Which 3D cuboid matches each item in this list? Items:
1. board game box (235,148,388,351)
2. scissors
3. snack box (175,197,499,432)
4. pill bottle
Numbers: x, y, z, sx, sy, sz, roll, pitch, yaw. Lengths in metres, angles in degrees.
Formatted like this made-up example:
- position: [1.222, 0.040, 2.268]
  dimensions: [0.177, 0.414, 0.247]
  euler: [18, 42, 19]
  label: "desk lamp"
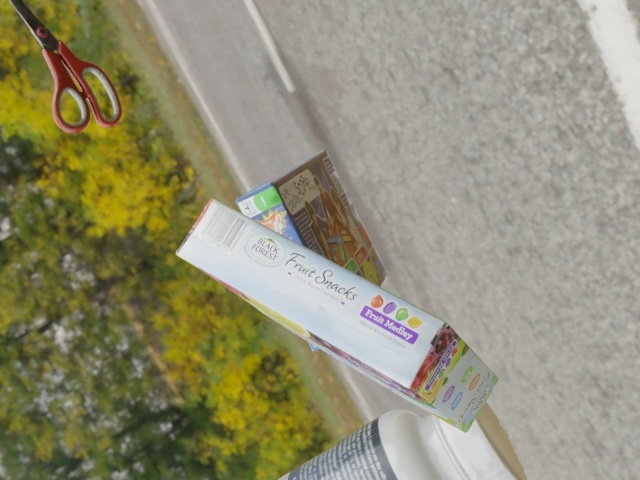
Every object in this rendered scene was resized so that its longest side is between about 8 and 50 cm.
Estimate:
- position: [0.000, 0.000, 0.878]
  dimensions: [0.136, 0.035, 0.201]
  euler: [64, -163, -5]
  label: "board game box"
- position: [-0.394, -0.295, 1.514]
  dimensions: [0.021, 0.109, 0.297]
  euler: [-18, 99, 58]
  label: "scissors"
- position: [0.010, 0.037, 0.505]
  dimensions: [0.141, 0.037, 0.100]
  euler: [28, 173, 30]
  label: "snack box"
- position: [0.050, 0.183, 0.729]
  dimensions: [0.108, 0.180, 0.108]
  euler: [52, -166, -18]
  label: "pill bottle"
